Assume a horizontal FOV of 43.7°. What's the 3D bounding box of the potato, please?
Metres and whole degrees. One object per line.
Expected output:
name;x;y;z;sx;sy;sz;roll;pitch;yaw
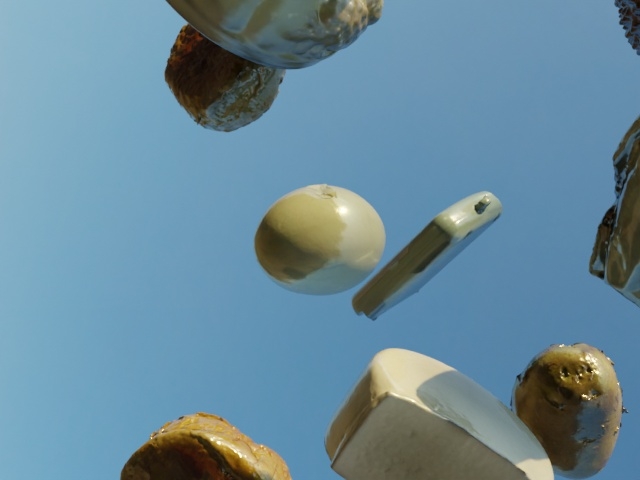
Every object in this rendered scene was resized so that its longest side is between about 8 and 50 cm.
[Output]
potato;0.348;0.245;1.098;0.081;0.164;0.201;-72;159;-68

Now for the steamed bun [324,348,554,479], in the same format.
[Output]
steamed bun;0.131;0.230;0.907;0.146;0.241;0.164;-56;-176;17

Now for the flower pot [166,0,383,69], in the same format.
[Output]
flower pot;-0.032;-0.368;0.887;0.244;0.307;0.308;-42;-132;40

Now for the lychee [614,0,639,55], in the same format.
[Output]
lychee;0.503;-0.334;1.035;0.271;0.271;0.272;-21;-118;46

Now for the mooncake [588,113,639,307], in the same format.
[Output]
mooncake;0.420;-0.067;0.864;0.136;0.254;0.250;38;-31;30

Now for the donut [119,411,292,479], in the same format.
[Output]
donut;-0.190;0.463;1.418;0.329;0.160;0.330;5;-72;14

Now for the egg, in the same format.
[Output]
egg;0.000;0.000;1.564;0.219;0.269;0.219;46;-36;48

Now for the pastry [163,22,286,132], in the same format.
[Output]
pastry;-0.126;-0.247;1.108;0.182;0.093;0.192;-46;-131;12

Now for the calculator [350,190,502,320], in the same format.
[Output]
calculator;0.134;0.021;1.009;0.045;0.141;0.246;52;-48;11
